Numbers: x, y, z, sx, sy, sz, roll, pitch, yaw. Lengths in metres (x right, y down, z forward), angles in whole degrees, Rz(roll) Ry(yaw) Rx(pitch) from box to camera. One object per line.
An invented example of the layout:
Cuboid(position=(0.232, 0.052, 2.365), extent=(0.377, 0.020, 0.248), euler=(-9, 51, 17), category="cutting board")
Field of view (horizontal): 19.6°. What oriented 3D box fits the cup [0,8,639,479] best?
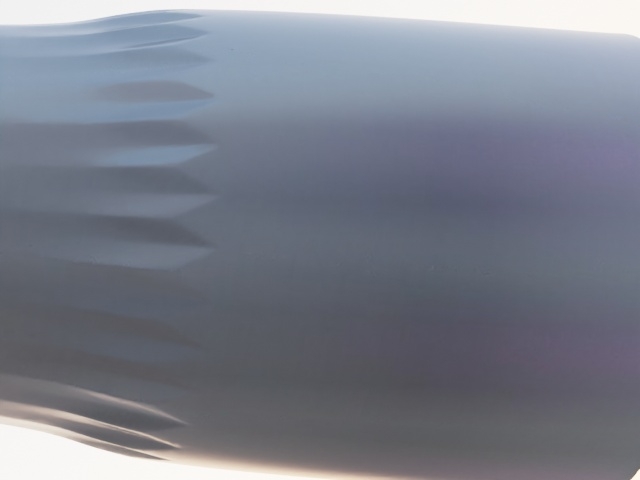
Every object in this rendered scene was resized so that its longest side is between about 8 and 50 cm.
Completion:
Cuboid(position=(0.000, 0.000, 0.975), extent=(0.253, 0.372, 0.253), euler=(-175, 90, -77), category="cup")
